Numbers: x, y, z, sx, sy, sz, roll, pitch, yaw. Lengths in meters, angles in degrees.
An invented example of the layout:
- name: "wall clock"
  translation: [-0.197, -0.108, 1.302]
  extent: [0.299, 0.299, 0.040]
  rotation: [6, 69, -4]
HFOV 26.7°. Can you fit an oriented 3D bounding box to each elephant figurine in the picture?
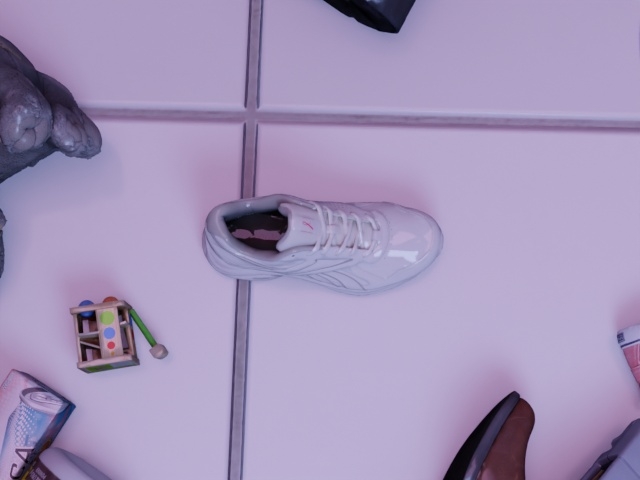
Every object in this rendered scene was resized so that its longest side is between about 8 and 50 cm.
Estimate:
- name: "elephant figurine"
  translation: [-0.340, -0.062, 1.270]
  extent: [0.239, 0.169, 0.186]
  rotation: [-44, 51, 9]

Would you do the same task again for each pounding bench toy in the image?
- name: "pounding bench toy"
  translation: [-0.189, 0.086, 1.278]
  extent: [0.083, 0.052, 0.065]
  rotation: [-9, 79, 0]

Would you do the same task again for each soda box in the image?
- name: "soda box"
  translation: [-0.307, 0.213, 1.255]
  extent: [0.063, 0.058, 0.183]
  rotation: [31, 82, 7]

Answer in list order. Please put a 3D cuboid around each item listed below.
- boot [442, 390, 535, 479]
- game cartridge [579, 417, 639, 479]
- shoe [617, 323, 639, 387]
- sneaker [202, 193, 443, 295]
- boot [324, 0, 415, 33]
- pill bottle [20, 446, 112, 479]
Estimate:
- name: "boot"
  translation: [0.234, 0.299, 1.203]
  extent: [0.280, 0.096, 0.264]
  rotation: [24, 59, -2]
- name: "game cartridge"
  translation: [0.260, 0.318, 1.151]
  extent: [0.198, 0.062, 0.297]
  rotation: [46, 58, 2]
- name: "shoe"
  translation: [0.373, 0.095, 1.256]
  extent: [0.178, 0.063, 0.081]
  rotation: [-19, 81, 4]
- name: "sneaker"
  translation: [0.000, 0.000, 1.255]
  extent: [0.232, 0.115, 0.090]
  rotation: [-1, 79, 2]
- name: "boot"
  translation: [0.172, -0.389, 1.305]
  extent: [0.367, 0.146, 0.445]
  rotation: [33, 78, 17]
- name: "pill bottle"
  translation: [-0.260, 0.302, 1.206]
  extent: [0.117, 0.117, 0.215]
  rotation: [34, 82, 8]
